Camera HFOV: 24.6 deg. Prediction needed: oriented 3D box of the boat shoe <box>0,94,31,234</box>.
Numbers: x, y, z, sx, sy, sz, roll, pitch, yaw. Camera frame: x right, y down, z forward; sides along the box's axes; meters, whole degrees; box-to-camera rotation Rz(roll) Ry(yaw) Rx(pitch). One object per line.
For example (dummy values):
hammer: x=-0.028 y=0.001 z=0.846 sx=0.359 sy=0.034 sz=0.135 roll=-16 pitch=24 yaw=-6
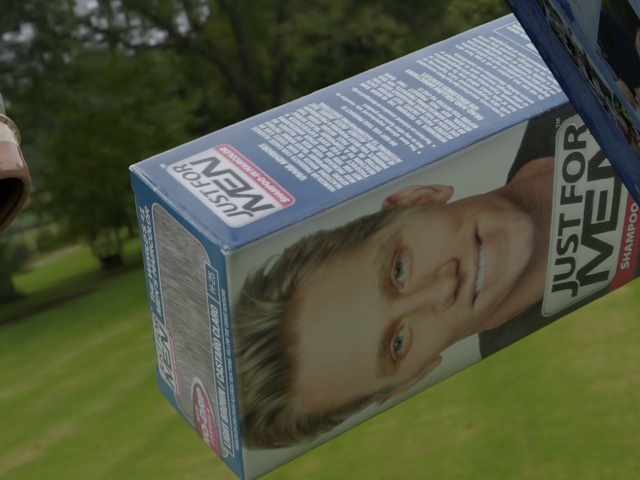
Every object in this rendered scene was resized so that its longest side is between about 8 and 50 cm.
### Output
boat shoe: x=-0.318 y=0.029 z=0.965 sx=0.324 sy=0.116 sz=0.123 roll=-47 pitch=-31 yaw=9

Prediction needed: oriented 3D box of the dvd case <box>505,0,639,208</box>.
dvd case: x=0.077 y=-0.099 z=0.469 sx=0.022 sy=0.180 sz=0.253 roll=-30 pitch=-17 yaw=4

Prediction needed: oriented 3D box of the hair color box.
hair color box: x=0.068 y=-0.014 z=0.876 sx=0.347 sy=0.174 sz=0.105 roll=-24 pitch=42 yaw=-26
